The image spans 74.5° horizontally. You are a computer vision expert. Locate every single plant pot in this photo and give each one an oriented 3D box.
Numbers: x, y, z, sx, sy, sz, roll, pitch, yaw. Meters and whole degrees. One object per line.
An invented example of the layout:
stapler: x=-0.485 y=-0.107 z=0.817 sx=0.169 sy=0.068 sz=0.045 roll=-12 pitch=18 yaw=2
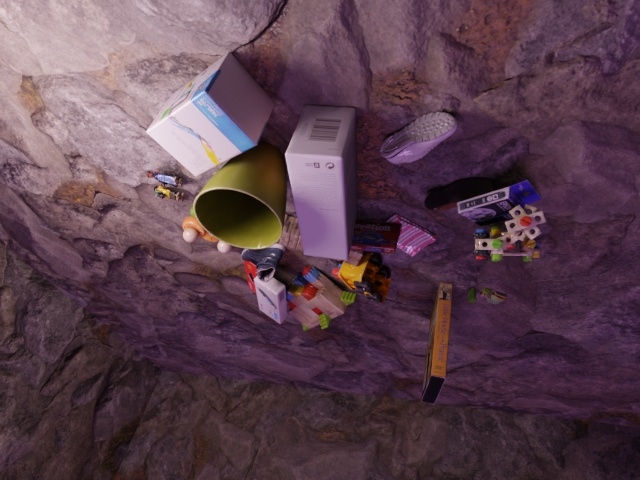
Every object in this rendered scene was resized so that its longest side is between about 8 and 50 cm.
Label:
plant pot: x=-0.219 y=-0.170 z=1.342 sx=0.275 sy=0.293 sz=0.274 roll=9 pitch=142 yaw=7

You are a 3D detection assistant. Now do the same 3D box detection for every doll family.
doll family: x=-0.591 y=-0.210 z=1.603 sx=0.111 sy=0.076 sz=0.193 roll=19 pitch=138 yaw=2

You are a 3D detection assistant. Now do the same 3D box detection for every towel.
towel: x=0.315 y=-0.017 z=1.582 sx=0.197 sy=0.029 sz=0.144 roll=26 pitch=141 yaw=-15

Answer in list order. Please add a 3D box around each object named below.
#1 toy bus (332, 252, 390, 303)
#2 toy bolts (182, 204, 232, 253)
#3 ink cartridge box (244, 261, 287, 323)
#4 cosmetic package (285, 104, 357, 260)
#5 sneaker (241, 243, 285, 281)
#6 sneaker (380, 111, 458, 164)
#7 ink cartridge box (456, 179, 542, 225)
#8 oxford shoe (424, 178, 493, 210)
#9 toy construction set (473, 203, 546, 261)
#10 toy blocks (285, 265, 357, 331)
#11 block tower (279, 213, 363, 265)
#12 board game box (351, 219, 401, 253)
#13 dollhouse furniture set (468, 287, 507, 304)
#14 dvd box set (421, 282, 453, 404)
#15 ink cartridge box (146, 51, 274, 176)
toy bus: x=0.165 y=0.157 z=1.776 sx=0.211 sy=0.149 sz=0.220 roll=1 pitch=145 yaw=38
toy bolts: x=-0.439 y=-0.013 z=1.728 sx=0.229 sy=0.158 sz=0.218 roll=10 pitch=143 yaw=6
ink cartridge box: x=-0.276 y=0.240 z=1.992 sx=0.261 sy=0.066 sz=0.296 roll=31 pitch=148 yaw=20
cosmetic package: x=0.022 y=-0.165 z=1.325 sx=0.162 sy=0.230 sz=0.453 roll=6 pitch=141 yaw=11
sneaker: x=-0.271 y=0.101 z=1.820 sx=0.226 sy=0.163 sz=0.086 roll=-10 pitch=138 yaw=31
sneaker: x=0.290 y=-0.287 z=1.212 sx=0.235 sy=0.090 sz=0.095 roll=-17 pitch=146 yaw=40
ink cartridge box: x=0.561 y=-0.107 z=1.305 sx=0.208 sy=0.045 sz=0.206 roll=-19 pitch=158 yaw=35
oxford shoe: x=0.448 y=-0.145 z=1.358 sx=0.212 sy=0.076 sz=0.076 roll=-15 pitch=165 yaw=29
toy construction set: x=0.596 y=0.000 z=1.326 sx=0.215 sy=0.151 sz=0.328 roll=0 pitch=165 yaw=21
toy blocks: x=-0.053 y=0.269 z=1.978 sx=0.261 sy=0.190 sz=0.381 roll=40 pitch=138 yaw=-13
block tower: x=0.000 y=0.000 z=1.657 sx=0.335 sy=0.091 sz=0.097 roll=17 pitch=142 yaw=-3
board game box: x=0.140 y=-0.020 z=1.519 sx=0.281 sy=0.145 sz=0.027 roll=6 pitch=129 yaw=19
dollhouse furniture set: x=0.705 y=0.250 z=1.771 sx=0.152 sy=0.058 sz=0.076 roll=19 pitch=143 yaw=-5
dvd box set: x=0.493 y=0.433 z=1.778 sx=0.062 sy=0.420 sz=0.307 roll=9 pitch=144 yaw=12
ink cartridge box: x=-0.314 y=-0.354 z=1.216 sx=0.270 sy=0.198 sz=0.197 roll=-18 pitch=133 yaw=34
